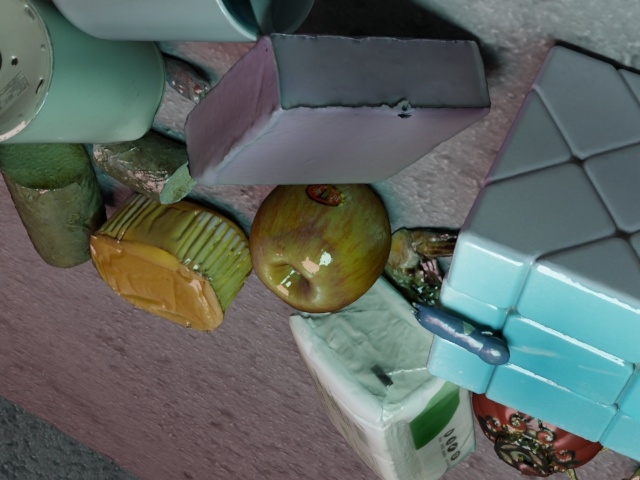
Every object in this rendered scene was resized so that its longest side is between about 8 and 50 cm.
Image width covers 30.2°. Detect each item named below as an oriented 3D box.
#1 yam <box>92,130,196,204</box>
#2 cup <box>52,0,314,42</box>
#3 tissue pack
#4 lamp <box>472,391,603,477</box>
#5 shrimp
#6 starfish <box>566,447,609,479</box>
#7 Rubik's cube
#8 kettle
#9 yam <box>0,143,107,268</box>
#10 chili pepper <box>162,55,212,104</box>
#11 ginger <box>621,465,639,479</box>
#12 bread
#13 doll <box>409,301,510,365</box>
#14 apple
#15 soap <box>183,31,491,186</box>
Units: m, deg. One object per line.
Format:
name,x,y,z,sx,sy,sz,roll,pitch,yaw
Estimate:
yam,-0.289,-0.132,1.924,0.183,0.107,0.107,28,150,9
cup,-0.178,-0.336,1.416,0.312,0.205,0.205,6,142,36
tissue pack,0.108,0.235,1.957,0.266,0.194,0.356,46,167,30
lamp,0.347,0.268,1.867,0.227,0.227,0.227,22,149,14
shrimp,0.231,0.065,1.812,0.233,0.071,0.365,50,150,-22
starfish,0.426,0.352,2.078,0.176,0.053,0.208,9,147,31
Rubik's cube,0.337,0.023,1.399,0.321,0.319,0.316,23,148,10
kettle,-0.388,-0.241,1.611,0.265,0.205,0.318,22,-168,18
yam,-0.467,-0.080,2.102,0.161,0.161,0.268,21,148,15
chili pepper,-0.207,-0.239,1.752,0.153,0.041,0.050,36,133,22
ginger,0.552,0.422,1.878,0.358,0.211,0.413,-17,155,1
bread,-0.249,0.026,2.082,0.288,0.156,0.204,13,138,32
doll,0.157,0.104,1.335,0.125,0.027,0.037,29,148,8
apple,0.000,0.000,1.788,0.211,0.188,0.211,20,145,15
soap,0.013,-0.151,1.470,0.296,0.107,0.285,-1,164,-29
